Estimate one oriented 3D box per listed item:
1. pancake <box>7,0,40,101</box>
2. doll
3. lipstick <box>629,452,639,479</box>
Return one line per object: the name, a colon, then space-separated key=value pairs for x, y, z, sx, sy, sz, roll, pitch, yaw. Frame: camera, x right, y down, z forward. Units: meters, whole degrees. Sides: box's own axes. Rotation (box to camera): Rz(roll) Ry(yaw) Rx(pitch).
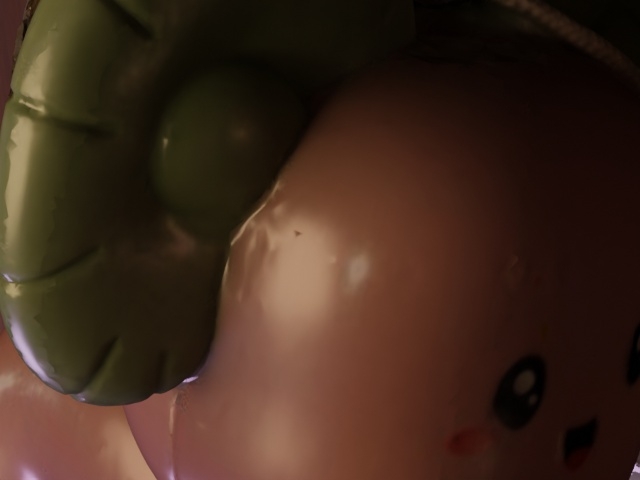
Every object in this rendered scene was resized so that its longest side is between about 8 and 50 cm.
pancake: x=-0.081 y=-0.145 z=0.788 sx=0.382 sy=0.071 sz=0.382 roll=-173 pitch=90 yaw=-76
doll: x=0.000 y=0.000 z=0.588 sx=0.216 sy=0.284 sz=0.268 roll=28 pitch=116 yaw=36
lipstick: x=0.120 y=0.064 z=0.649 sx=0.264 sy=0.059 sz=0.059 roll=-24 pitch=80 yaw=59
